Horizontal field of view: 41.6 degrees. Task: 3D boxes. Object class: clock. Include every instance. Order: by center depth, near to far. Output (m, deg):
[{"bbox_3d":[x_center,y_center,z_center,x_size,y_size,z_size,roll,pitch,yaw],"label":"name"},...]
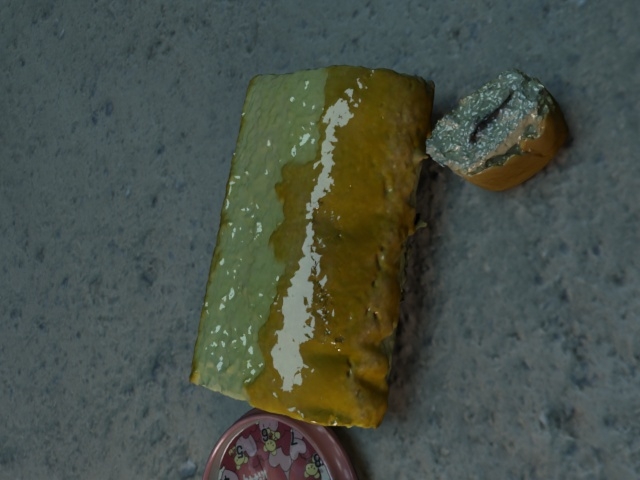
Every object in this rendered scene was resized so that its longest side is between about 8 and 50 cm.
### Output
[{"bbox_3d":[-0.047,0.309,0.967,0.244,0.056,0.244,-7,79,39],"label":"clock"}]

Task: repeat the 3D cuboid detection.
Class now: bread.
[{"bbox_3d":[0.181,-0.100,0.826,0.125,0.106,0.082,-44,49,22],"label":"bread"},{"bbox_3d":[0.000,0.000,0.922,0.236,0.165,0.375,4,83,44],"label":"bread"}]
